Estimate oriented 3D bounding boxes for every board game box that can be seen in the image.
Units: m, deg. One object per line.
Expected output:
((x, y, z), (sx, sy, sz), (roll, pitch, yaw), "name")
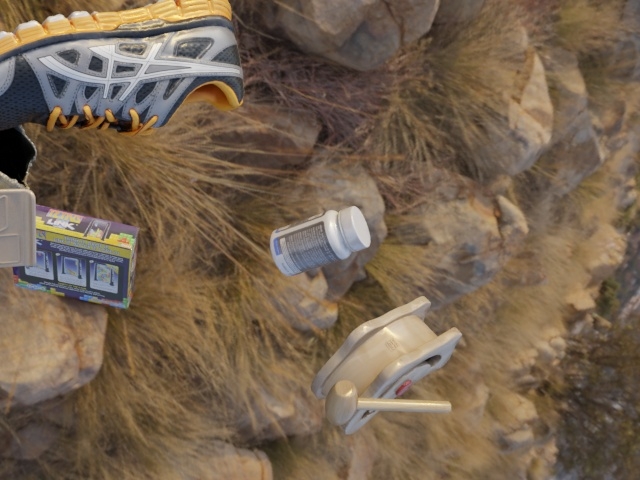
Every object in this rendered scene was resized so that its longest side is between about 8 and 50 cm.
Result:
((-0.358, 0.025, 0.866), (0.170, 0.048, 0.141), (14, 132, -9), "board game box")

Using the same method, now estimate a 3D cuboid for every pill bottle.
((0.000, 0.000, 0.892), (0.137, 0.078, 0.078), (-19, 150, 21), "pill bottle")

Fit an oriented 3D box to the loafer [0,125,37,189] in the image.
((-0.311, -0.088, 0.568), (0.087, 0.251, 0.094), (-39, 138, 9), "loafer")

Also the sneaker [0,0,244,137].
((-0.143, -0.107, 0.405), (0.215, 0.084, 0.083), (-26, 102, -26), "sneaker")

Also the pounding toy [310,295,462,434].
((0.096, 0.200, 0.793), (0.270, 0.155, 0.154), (-17, 144, -41), "pounding toy")

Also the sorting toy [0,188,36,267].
((-0.210, -0.019, 0.365), (0.062, 0.012, 0.083), (-2, 122, -27), "sorting toy")
